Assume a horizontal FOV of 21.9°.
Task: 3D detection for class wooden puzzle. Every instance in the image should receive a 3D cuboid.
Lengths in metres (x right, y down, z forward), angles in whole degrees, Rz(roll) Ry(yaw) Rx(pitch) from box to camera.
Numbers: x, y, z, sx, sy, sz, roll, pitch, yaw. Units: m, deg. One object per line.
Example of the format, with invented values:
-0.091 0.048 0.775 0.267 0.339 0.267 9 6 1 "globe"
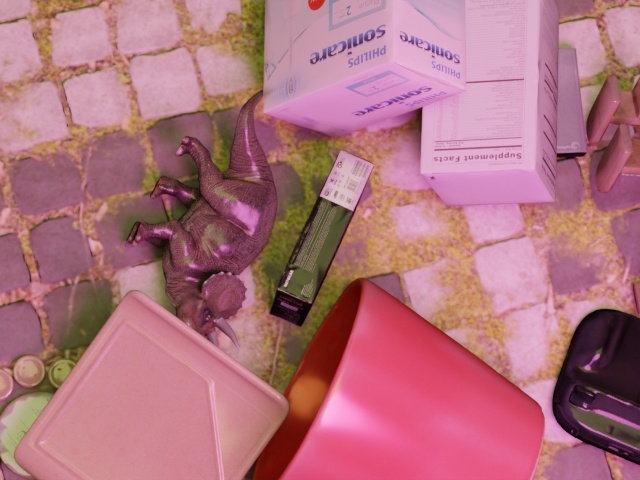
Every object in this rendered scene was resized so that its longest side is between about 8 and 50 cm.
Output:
-0.182 0.207 1.793 0.221 0.044 0.238 36 94 7 "wooden puzzle"

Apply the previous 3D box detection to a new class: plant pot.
0.091 0.210 1.776 0.243 0.275 0.275 26 74 -7 "plant pot"

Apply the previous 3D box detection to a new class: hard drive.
0.268 -0.165 2.000 0.094 0.022 0.135 -2 76 -6 "hard drive"

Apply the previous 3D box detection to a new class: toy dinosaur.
-0.121 -0.018 1.895 0.160 0.121 0.313 29 70 -10 "toy dinosaur"

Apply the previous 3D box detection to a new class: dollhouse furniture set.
0.430 -0.052 1.942 0.212 0.161 0.242 4 55 -10 "dollhouse furniture set"

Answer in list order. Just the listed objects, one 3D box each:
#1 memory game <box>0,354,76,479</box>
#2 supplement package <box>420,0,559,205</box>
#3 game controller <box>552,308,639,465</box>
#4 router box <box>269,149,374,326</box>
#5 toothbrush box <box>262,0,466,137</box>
-0.315 0.218 1.852 0.186 0.012 0.186 1 75 -4 "memory game"
0.199 -0.175 1.919 0.139 0.134 0.244 -1 75 18 "supplement package"
0.431 0.197 1.909 0.319 0.067 0.166 23 60 1 "game controller"
0.000 0.000 1.875 0.046 0.133 0.179 24 74 1 "router box"
0.049 -0.292 1.895 0.126 0.216 0.295 15 69 -41 "toothbrush box"
